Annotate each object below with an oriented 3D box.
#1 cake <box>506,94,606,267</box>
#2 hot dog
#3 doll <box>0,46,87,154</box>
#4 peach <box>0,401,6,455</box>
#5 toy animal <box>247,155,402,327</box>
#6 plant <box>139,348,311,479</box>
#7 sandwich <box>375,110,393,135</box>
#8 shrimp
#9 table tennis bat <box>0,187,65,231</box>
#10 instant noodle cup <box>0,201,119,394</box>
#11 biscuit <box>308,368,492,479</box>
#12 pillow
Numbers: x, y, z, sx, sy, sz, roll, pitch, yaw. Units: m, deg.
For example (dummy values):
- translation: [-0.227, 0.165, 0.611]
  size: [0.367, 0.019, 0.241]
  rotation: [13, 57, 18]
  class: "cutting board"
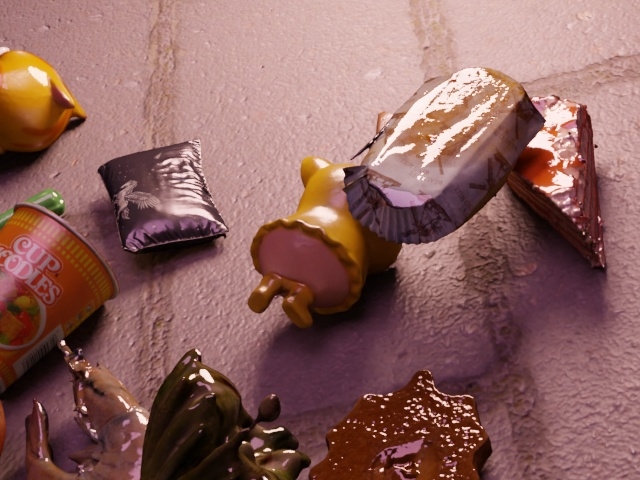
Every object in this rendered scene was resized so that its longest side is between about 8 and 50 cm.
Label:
- translation: [0.279, -0.075, 1.847]
  size: [0.135, 0.098, 0.287]
  rotation: [-20, 38, -2]
  class: "cake"
- translation: [0.141, -0.095, 1.805]
  size: [0.162, 0.082, 0.270]
  rotation: [23, 52, 27]
  class: "hot dog"
- translation: [-0.472, -0.172, 2.208]
  size: [0.269, 0.162, 0.167]
  rotation: [-25, 7, -1]
  class: "doll"
- translation: [-0.460, 0.203, 1.702]
  size: [0.235, 0.214, 0.214]
  rotation: [-28, 34, 20]
  class: "peach"
- translation: [0.005, 0.001, 1.829]
  size: [0.156, 0.156, 0.230]
  rotation: [9, 48, 29]
  class: "toy animal"
- translation: [-0.175, 0.253, 1.573]
  size: [0.333, 0.180, 0.251]
  rotation: [-30, 17, -3]
  class: "plant"
- translation: [0.092, -0.136, 2.048]
  size: [0.044, 0.031, 0.083]
  rotation: [-11, 40, 15]
  class: "sandwich"
- translation: [-0.260, 0.212, 1.739]
  size: [0.145, 0.059, 0.254]
  rotation: [-40, 47, -12]
  class: "shrimp"
- translation: [-0.448, 0.003, 2.083]
  size: [0.257, 0.039, 0.160]
  rotation: [-28, 38, -5]
  class: "table tennis bat"
- translation: [-0.355, 0.076, 1.874]
  size: [0.168, 0.168, 0.185]
  rotation: [20, 59, 38]
  class: "instant noodle cup"
- translation: [0.085, 0.216, 1.615]
  size: [0.182, 0.034, 0.215]
  rotation: [0, 42, 23]
  class: "biscuit"
- translation: [-0.203, -0.055, 2.040]
  size: [0.141, 0.055, 0.208]
  rotation: [-14, 38, -6]
  class: "pillow"
